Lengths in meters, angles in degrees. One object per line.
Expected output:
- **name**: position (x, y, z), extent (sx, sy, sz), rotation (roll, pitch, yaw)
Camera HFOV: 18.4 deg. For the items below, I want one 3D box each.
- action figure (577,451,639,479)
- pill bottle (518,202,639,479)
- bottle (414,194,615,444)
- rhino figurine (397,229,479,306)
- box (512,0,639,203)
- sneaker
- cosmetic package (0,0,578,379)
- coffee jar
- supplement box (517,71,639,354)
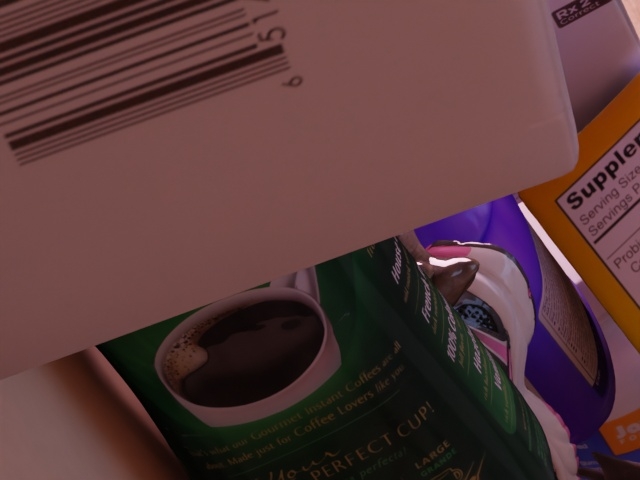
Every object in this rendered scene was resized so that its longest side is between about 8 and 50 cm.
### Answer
- **action figure**: position (0.186, 0.187, 0.947), extent (0.285, 0.185, 0.099), rotation (-47, 148, -74)
- **pill bottle**: position (0.189, 0.082, 1.250), extent (0.272, 0.152, 0.152), rotation (54, 13, -40)
- **bottle**: position (0.062, 0.014, 0.960), extent (0.283, 0.092, 0.118), rotation (47, 17, -55)
- **rhino figurine**: position (0.000, 0.000, 0.723), extent (0.106, 0.073, 0.243), rotation (41, 6, 9)
- **box**: position (0.064, -0.100, 1.019), extent (0.182, 0.181, 0.119), rotation (46, 19, -59)
- **sneaker**: position (0.060, 0.087, 0.870), extent (0.077, 0.072, 0.178), rotation (-52, 135, -37)
- **cosmetic package**: position (-0.082, -0.173, 0.461), extent (0.197, 0.155, 0.366), rotation (69, 1, -50)
- **coffee jar**: position (-0.014, 0.021, 0.546), extent (0.184, 0.096, 0.079), rotation (57, 13, -30)
- **supplement box**: position (0.298, 0.050, 0.955), extent (0.195, 0.194, 0.356), rotation (18, 32, -53)
